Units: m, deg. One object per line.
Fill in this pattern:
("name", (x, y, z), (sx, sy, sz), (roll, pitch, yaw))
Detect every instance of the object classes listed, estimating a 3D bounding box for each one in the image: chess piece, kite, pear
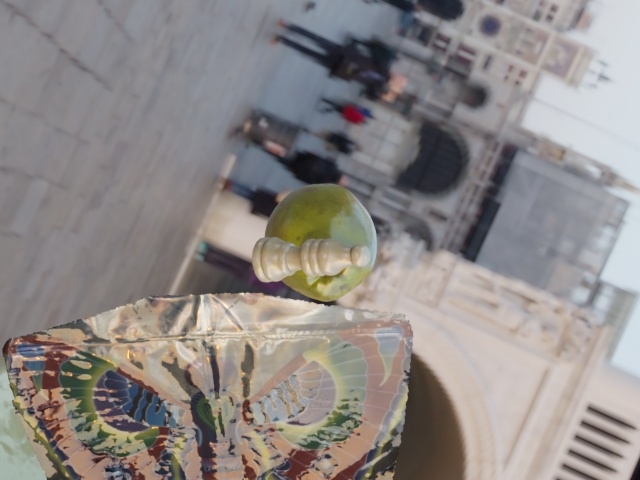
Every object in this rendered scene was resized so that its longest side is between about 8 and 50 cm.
("chess piece", (-0.005, 0.014, 0.973), (0.035, 0.092, 0.035), (8, 81, -61))
("kite", (-0.035, 0.151, 0.511), (0.015, 0.152, 0.285), (-85, 172, -70))
("pear", (0.000, 0.000, 1.193), (0.131, 0.107, 0.107), (-108, -142, -57))

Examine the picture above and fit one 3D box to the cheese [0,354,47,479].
("cheese", (-0.233, 0.217, 0.989), (0.124, 0.242, 0.265), (-24, -177, 17))
